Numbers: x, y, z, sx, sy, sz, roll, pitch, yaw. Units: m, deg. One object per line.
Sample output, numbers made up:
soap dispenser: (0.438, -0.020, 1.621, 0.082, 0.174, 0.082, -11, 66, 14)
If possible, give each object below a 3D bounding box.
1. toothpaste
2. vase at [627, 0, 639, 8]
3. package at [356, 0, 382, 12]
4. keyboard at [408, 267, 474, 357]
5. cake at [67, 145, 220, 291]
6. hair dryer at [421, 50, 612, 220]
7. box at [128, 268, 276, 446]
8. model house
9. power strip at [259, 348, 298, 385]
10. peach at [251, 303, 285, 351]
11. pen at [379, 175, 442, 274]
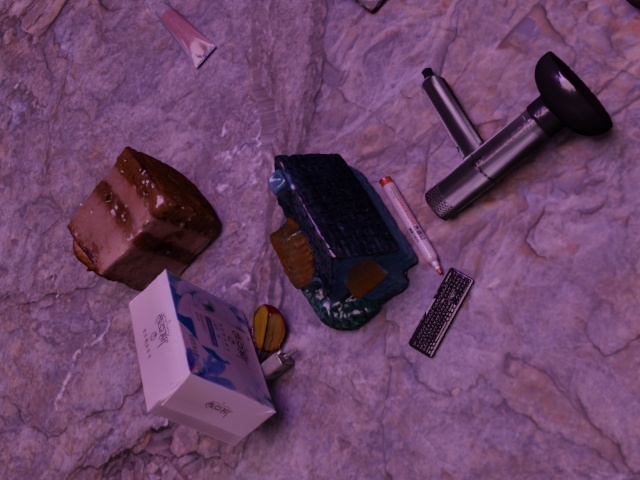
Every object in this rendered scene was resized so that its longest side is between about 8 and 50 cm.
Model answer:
toothpaste: (-0.314, -0.478, 1.785, 0.067, 0.043, 0.194, -45, 65, 11)
vase: (0.587, -0.489, 1.172, 0.329, 0.241, 0.302, -41, 44, 45)
package: (0.112, -0.585, 1.509, 0.154, 0.030, 0.239, 36, 104, -4)
keyboard: (0.207, 0.123, 1.332, 0.053, 0.010, 0.155, 29, 93, 34)
cake: (-0.382, -0.015, 1.604, 0.293, 0.196, 0.198, -47, 61, 11)
hair dryer: (0.276, -0.228, 1.308, 0.320, 0.156, 0.284, -31, 73, 29)
box: (-0.218, 0.208, 1.400, 0.116, 0.203, 0.274, -43, 39, 14)
model house: (0.000, 0.000, 1.354, 0.226, 0.241, 0.261, -39, 61, 14)
power strip: (-0.114, 0.259, 1.462, 0.191, 0.047, 0.030, -39, 65, 17)
peach: (-0.095, 0.167, 1.472, 0.077, 0.050, 0.083, -44, 47, 40)
pen: (0.163, -0.027, 1.388, 0.026, 0.026, 0.218, -36, 62, 17)
